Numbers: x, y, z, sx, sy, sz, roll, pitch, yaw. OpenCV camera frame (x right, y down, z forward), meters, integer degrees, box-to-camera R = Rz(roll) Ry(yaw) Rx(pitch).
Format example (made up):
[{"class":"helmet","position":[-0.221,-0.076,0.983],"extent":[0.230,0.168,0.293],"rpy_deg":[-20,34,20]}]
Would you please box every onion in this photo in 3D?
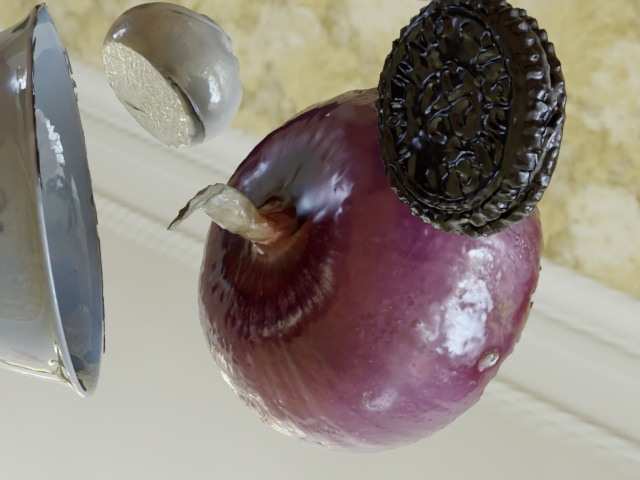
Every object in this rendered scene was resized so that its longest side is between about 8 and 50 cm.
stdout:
[{"class":"onion","position":[0.027,0.004,1.539],"extent":[0.358,0.345,0.358],"rpy_deg":[-29,-156,14]}]

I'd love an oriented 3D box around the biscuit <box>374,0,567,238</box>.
[{"class":"biscuit","position":[0.114,-0.098,1.258],"extent":[0.053,0.194,0.194],"rpy_deg":[0,-144,-38]}]

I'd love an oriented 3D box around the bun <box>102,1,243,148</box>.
[{"class":"bun","position":[-0.155,-0.197,1.823],"extent":[0.173,0.173,0.120],"rpy_deg":[33,-115,29]}]

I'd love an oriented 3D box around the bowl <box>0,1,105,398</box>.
[{"class":"bowl","position":[-0.289,-0.025,1.402],"extent":[0.157,0.345,0.345],"rpy_deg":[-8,-139,-1]}]
